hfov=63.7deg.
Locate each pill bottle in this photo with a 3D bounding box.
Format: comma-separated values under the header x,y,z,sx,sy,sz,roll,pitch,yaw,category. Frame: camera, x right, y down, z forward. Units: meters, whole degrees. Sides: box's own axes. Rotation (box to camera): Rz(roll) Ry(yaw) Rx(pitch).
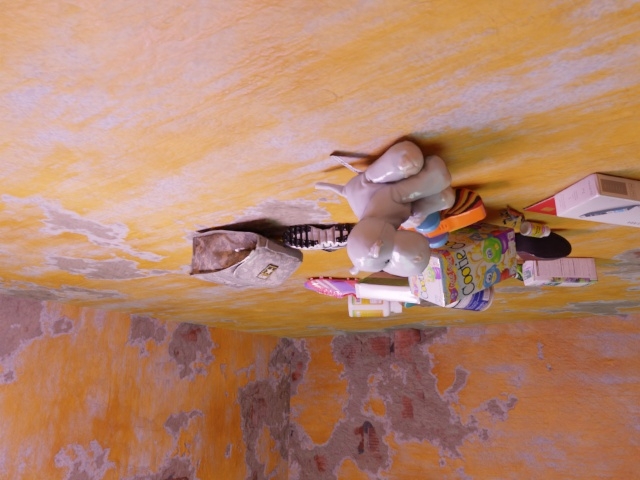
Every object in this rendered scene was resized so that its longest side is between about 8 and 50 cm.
x,y,z,sx,sy,sz,roll,pitch,yaw,category
0.637,-0.032,1.525,0.084,0.043,0.043,6,162,-19,pill bottle
0.567,0.204,2.113,0.265,0.153,0.153,10,160,-26,pill bottle
0.258,0.291,2.431,0.246,0.136,0.136,-2,163,7,pill bottle

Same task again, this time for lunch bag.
x,y,z,sx,sy,sz,roll,pitch,yaw,category
-0.228,0.059,1.639,0.287,0.168,0.235,-9,162,32,lunch bag

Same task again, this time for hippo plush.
x,y,z,sx,sy,sz,roll,pitch,yaw,category
0.144,-0.054,1.079,0.295,0.236,0.234,16,146,-10,hippo plush

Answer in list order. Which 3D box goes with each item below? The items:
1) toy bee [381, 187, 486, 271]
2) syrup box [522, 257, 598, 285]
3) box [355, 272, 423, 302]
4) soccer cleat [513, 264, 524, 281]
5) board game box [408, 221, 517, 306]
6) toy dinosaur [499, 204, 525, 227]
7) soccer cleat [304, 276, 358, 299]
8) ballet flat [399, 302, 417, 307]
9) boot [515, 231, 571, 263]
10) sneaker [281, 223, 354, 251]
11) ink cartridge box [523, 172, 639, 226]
x,y,z,sx,sy,sz,roll,pitch,yaw,category
0.253,-0.065,1.311,0.299,0.162,0.195,-16,141,-6,toy bee
0.887,0.118,1.915,0.237,0.096,0.093,0,163,-3,syrup box
0.298,0.132,1.759,0.233,0.058,0.322,1,-168,36,box
0.747,0.116,1.994,0.179,0.060,0.072,23,162,-38,soccer cleat
0.393,0.059,1.430,0.276,0.144,0.142,-19,-162,-25,board game box
0.542,-0.066,1.432,0.082,0.047,0.090,-14,156,-16,toy dinosaur
0.054,0.212,2.250,0.248,0.094,0.083,1,163,-2,soccer cleat
0.406,0.166,1.924,0.343,0.124,0.116,-9,134,-30,ballet flat
0.675,0.052,1.712,0.265,0.096,0.280,-5,163,18,boot
0.000,0.000,1.595,0.235,0.078,0.106,-4,160,7,sneaker
0.735,-0.078,1.339,0.297,0.066,0.261,6,161,-16,ink cartridge box
